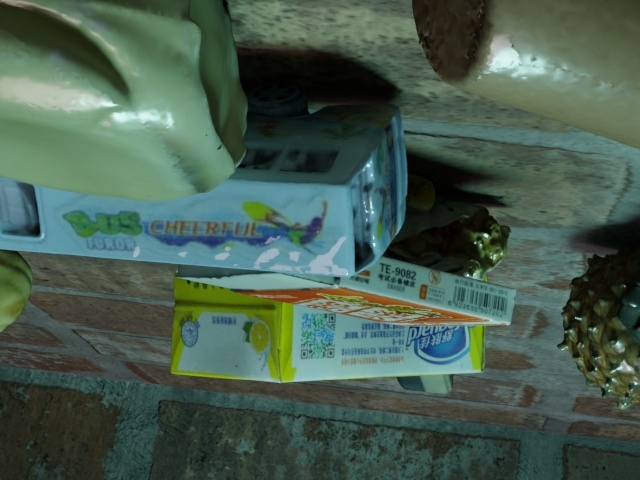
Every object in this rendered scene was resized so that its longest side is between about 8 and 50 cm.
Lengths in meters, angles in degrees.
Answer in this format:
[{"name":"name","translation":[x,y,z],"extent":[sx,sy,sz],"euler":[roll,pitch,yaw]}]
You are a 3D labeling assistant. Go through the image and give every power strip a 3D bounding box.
[{"name":"power strip","translation":[0.120,0.107,1.977],"extent":[0.070,0.105,0.256],"euler":[7,169,6]}]

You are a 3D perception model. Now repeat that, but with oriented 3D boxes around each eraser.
[{"name":"eraser","translation":[0.020,0.034,1.412],"extent":[0.230,0.038,0.157],"euler":[14,171,-32]}]

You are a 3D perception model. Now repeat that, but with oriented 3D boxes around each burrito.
[{"name":"burrito","translation":[-0.034,-0.012,1.530],"extent":[0.392,0.076,0.117],"euler":[6,-164,10]}]

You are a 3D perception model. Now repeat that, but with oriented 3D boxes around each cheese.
[{"name":"cheese","translation":[-0.164,-0.106,1.073],"extent":[0.233,0.127,0.266],"euler":[7,167,6]}]

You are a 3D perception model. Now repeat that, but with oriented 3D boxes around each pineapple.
[{"name":"pineapple","translation":[0.317,0.052,1.475],"extent":[0.166,0.165,0.364],"euler":[9,166,-8]}]

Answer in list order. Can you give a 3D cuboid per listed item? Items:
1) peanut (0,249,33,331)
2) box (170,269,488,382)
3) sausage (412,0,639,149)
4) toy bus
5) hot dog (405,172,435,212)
[{"name":"peanut","translation":[-0.482,0.057,2.044],"extent":[0.319,0.147,0.147],"euler":[1,167,17]},{"name":"box","translation":[0.011,0.077,1.646],"extent":[0.265,0.097,0.168],"euler":[2,178,-43]},{"name":"sausage","translation":[0.158,-0.109,0.870],"extent":[0.253,0.123,0.123],"euler":[15,166,-30]},{"name":"toy bus","translation":[-0.110,-0.043,1.254],"extent":[0.330,0.109,0.136],"euler":[4,-151,16]},{"name":"hot dog","translation":[0.051,-0.045,1.469],"extent":[0.090,0.030,0.034],"euler":[6,160,7]}]
